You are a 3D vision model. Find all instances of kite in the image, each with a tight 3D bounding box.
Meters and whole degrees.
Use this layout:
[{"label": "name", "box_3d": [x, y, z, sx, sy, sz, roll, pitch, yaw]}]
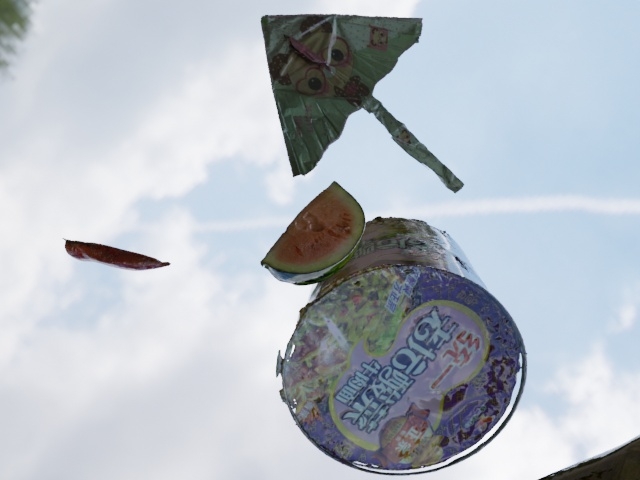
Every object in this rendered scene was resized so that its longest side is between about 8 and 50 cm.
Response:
[{"label": "kite", "box_3d": [0.043, -0.135, 1.377, 0.229, 0.250, 0.012, -49, -179, -26]}]

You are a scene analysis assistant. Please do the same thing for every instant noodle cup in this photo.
[{"label": "instant noodle cup", "box_3d": [0.108, 0.125, 2.075, 0.340, 0.340, 0.266, -33, -158, 14]}]

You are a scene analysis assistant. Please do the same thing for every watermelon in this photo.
[{"label": "watermelon", "box_3d": [0.005, 0.011, 1.786, 0.087, 0.069, 0.163, 28, -126, 21]}]

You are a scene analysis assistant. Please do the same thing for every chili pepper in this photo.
[{"label": "chili pepper", "box_3d": [-0.269, 0.022, 1.906, 0.178, 0.045, 0.027, 10, -95, 24]}]

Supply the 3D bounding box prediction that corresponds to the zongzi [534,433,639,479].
[{"label": "zongzi", "box_3d": [0.236, 0.249, 1.408, 0.286, 0.134, 0.288, 10, -118, 27]}]
